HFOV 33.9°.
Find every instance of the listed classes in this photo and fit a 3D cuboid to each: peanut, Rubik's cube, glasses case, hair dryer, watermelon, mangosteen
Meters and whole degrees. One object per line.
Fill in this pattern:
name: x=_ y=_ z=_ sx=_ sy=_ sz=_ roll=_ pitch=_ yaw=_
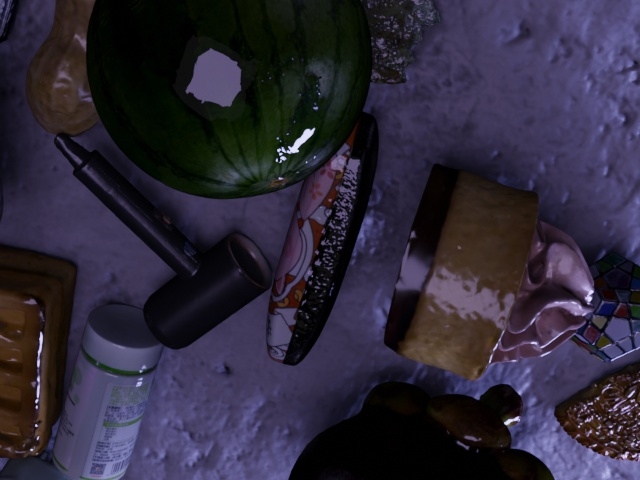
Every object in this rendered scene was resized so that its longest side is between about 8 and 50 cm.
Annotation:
peanut: x=-0.223 y=-0.182 z=0.975 sx=0.089 sy=0.089 sz=0.193 roll=21 pitch=113 yaw=-4
Rubik's cube: x=0.284 y=0.066 z=1.029 sx=0.111 sy=0.093 sz=0.111 roll=3 pitch=113 yaw=6
glasses case: x=0.000 y=0.000 z=1.023 sx=0.067 sy=0.103 sz=0.266 roll=18 pitch=113 yaw=0
hair dryer: x=-0.179 y=-0.006 z=1.046 sx=0.128 sy=0.070 sz=0.255 roll=-38 pitch=110 yaw=20
watermelon: x=-0.076 y=-0.156 z=0.888 sx=0.242 sy=0.242 sz=0.242 roll=2 pitch=113 yaw=5
mangosteen: x=0.109 y=0.277 z=1.063 sx=0.287 sy=0.287 sz=0.233 roll=-7 pitch=122 yaw=8

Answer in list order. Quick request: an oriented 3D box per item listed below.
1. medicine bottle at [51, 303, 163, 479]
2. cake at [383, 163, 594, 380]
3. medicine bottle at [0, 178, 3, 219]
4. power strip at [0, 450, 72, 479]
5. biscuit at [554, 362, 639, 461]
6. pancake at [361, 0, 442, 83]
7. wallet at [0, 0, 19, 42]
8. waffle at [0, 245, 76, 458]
medicine bottle: x=-0.228 y=0.167 z=1.125 sx=0.086 sy=0.086 sz=0.183 roll=19 pitch=113 yaw=-3
cake: x=0.164 y=0.040 z=0.965 sx=0.178 sy=0.207 sz=0.185 roll=16 pitch=83 yaw=12
medicine bottle: x=-0.417 y=-0.125 z=0.915 sx=0.241 sy=0.241 sz=0.302 roll=4 pitch=123 yaw=4
power strip: x=-0.350 y=0.340 z=1.207 sx=0.229 sy=0.141 sz=0.261 roll=27 pitch=127 yaw=-5
biscuit: x=0.361 y=0.175 z=1.104 sx=0.206 sy=0.025 sz=0.126 roll=-31 pitch=107 yaw=17
pancake: x=0.050 y=-0.212 z=0.971 sx=0.116 sy=0.022 sz=0.129 roll=28 pitch=113 yaw=-4
wallet: x=-0.339 y=-0.306 z=0.963 sx=0.167 sy=0.036 sz=0.222 roll=22 pitch=112 yaw=-3
waffle: x=-0.434 y=0.097 z=1.113 sx=0.328 sy=0.098 sz=0.224 roll=12 pitch=112 yaw=3
